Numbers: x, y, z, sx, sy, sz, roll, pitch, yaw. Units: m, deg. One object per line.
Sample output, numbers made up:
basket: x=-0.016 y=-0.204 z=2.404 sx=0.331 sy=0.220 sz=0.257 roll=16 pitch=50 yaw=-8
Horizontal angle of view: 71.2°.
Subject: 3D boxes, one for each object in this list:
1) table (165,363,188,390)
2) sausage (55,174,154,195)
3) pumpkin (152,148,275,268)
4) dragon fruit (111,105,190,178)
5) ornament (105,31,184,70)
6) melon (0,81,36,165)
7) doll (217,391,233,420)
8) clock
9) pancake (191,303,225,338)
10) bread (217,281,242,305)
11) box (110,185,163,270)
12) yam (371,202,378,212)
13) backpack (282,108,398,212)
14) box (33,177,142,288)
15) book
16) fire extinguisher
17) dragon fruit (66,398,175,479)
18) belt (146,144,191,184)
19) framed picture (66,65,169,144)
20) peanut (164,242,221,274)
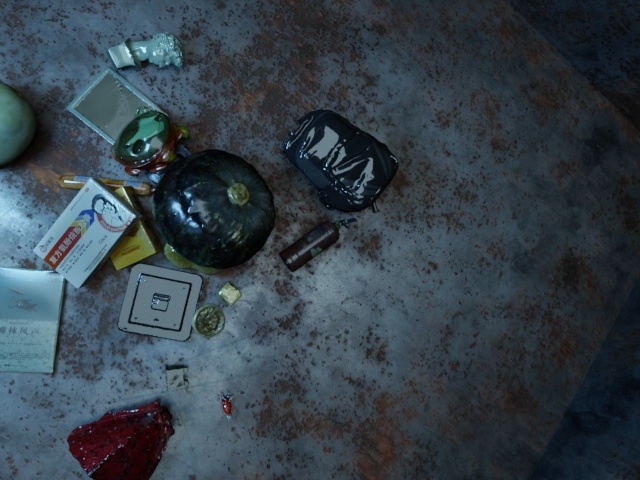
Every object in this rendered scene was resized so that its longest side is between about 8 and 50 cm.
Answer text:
table: x=-0.558 y=0.528 z=1.741 sx=0.082 sy=0.070 sz=0.083 roll=-2 pitch=88 yaw=-19
sausage: x=-0.816 y=-0.210 z=1.704 sx=0.348 sy=0.053 sz=0.053 roll=4 pitch=87 yaw=-15
pumpkin: x=-0.387 y=-0.116 z=1.653 sx=0.455 sy=0.344 sz=0.453 roll=20 pitch=57 yaw=-34
dragon fruit: x=-0.640 y=-0.371 z=1.665 sx=0.295 sy=0.130 sz=0.268 roll=-28 pitch=58 yaw=-4
ornament: x=-0.674 y=-0.730 z=1.725 sx=0.286 sy=0.120 sz=0.130 roll=-10 pitch=111 yaw=-16
melon: x=-1.143 y=-0.383 z=1.514 sx=0.330 sy=0.268 sz=0.268 roll=-43 pitch=99 yaw=-4
doll: x=-0.377 y=0.669 z=1.800 sx=0.057 sy=0.039 sz=0.114 roll=-4 pitch=80 yaw=-42
clock: x=-0.620 y=0.242 z=1.743 sx=0.279 sy=0.049 sz=0.273 roll=13 pitch=86 yaw=-14
pancake: x=-0.447 y=0.323 z=1.789 sx=0.140 sy=0.022 sz=0.139 roll=-1 pitch=92 yaw=-32
bread: x=-0.370 y=0.217 z=1.818 sx=0.083 sy=0.035 sz=0.070 roll=40 pitch=79 yaw=-4
box: x=-0.737 y=-0.046 z=1.681 sx=0.174 sy=0.076 sz=0.273 roll=-24 pitch=95 yaw=8
yam: x=0.220 y=-0.236 z=1.992 sx=0.027 sy=0.029 sz=0.234 roll=-16 pitch=92 yaw=-11
backpack: x=0.072 y=-0.337 z=1.842 sx=0.446 sy=0.255 sz=0.363 roll=41 pitch=81 yaw=-17
box: x=-0.842 y=-0.026 z=1.620 sx=0.214 sy=0.069 sz=0.353 roll=42 pitch=95 yaw=-2
book: x=-1.091 y=0.287 z=1.625 sx=0.265 sy=0.031 sz=0.378 roll=6 pitch=87 yaw=-16
fire extinguisher: x=0.000 y=0.000 z=1.870 sx=0.344 sy=0.138 sz=0.102 roll=-35 pitch=112 yaw=-13
dragon fruit: x=-0.717 y=0.755 z=1.685 sx=0.329 sy=0.228 sz=0.285 roll=-45 pitch=133 yaw=-31
belt: x=-0.586 y=-0.296 z=1.752 sx=0.190 sy=0.082 sz=0.141 roll=-34 pitch=92 yaw=-13
framed picture: x=-0.783 y=-0.497 z=1.741 sx=0.296 sy=0.019 sz=0.232 roll=40 pitch=80 yaw=-11
peanut: x=-0.497 y=0.069 z=1.756 sx=0.237 sy=0.110 sz=0.120 roll=27 pitch=77 yaw=-22
